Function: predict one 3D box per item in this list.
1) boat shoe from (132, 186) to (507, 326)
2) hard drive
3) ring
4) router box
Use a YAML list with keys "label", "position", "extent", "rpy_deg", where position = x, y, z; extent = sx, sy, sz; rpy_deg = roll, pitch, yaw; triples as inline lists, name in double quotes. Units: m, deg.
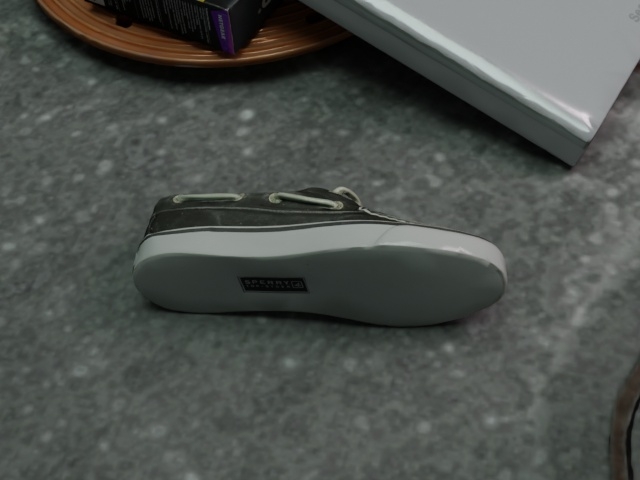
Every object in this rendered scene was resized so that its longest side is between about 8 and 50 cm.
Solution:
- label: "boat shoe"
  position: [0.000, 0.000, 0.693]
  extent: [0.219, 0.078, 0.070]
  rpy_deg: [3, 51, 9]
- label: "hard drive"
  position: [0.089, -0.204, 0.825]
  extent: [0.307, 0.040, 0.203]
  rpy_deg: [32, 57, 7]
- label: "ring"
  position: [-0.069, -0.244, 0.936]
  extent: [0.336, 0.032, 0.336]
  rpy_deg: [-2, 51, 2]
- label: "router box"
  position: [-0.073, -0.223, 0.866]
  extent: [0.133, 0.046, 0.179]
  rpy_deg: [22, 55, 20]
